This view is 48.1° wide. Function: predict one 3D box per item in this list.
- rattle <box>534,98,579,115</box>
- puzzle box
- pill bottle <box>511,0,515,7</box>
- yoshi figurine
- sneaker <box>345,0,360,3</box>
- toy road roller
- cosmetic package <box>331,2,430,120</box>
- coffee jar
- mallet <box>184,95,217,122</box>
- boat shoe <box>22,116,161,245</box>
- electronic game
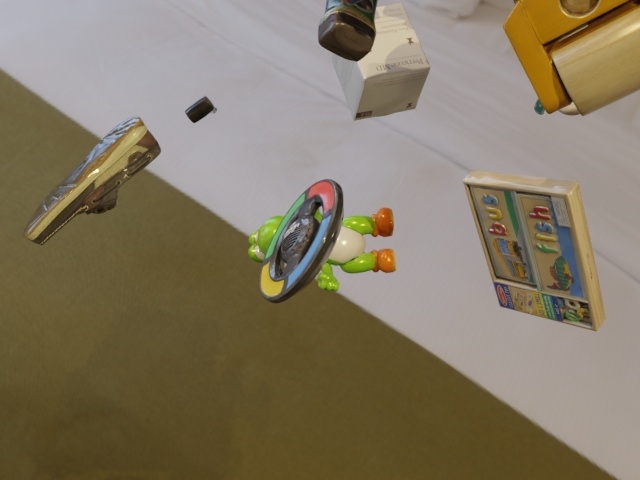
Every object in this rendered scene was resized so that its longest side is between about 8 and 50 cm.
[{"bbox_3d":[0.482,-0.329,1.469,0.143,0.130,0.200,10,7,-30],"label":"rattle"},{"bbox_3d":[0.504,0.024,1.688,0.272,0.408,0.052,13,47,46],"label":"puzzle box"},{"bbox_3d":[0.449,-0.522,1.481,0.117,0.117,0.215,36,15,15],"label":"pill bottle"},{"bbox_3d":[-0.001,0.006,1.739,0.363,0.202,0.203,-2,39,2],"label":"yoshi figurine"},{"bbox_3d":[0.121,-0.445,0.997,0.131,0.350,0.148,-36,102,-30],"label":"sneaker"},{"bbox_3d":[0.363,-0.363,1.018,0.329,0.203,0.240,60,27,-9],"label":"toy road roller"},{"bbox_3d":[0.124,-0.385,1.550,0.151,0.151,0.183,-14,66,-12],"label":"cosmetic package"},{"bbox_3d":[0.052,-0.400,1.227,0.096,0.079,0.184,22,62,-25],"label":"coffee jar"},{"bbox_3d":[-0.272,-0.297,1.661,0.039,0.062,0.189,55,0,-7],"label":"mallet"},{"bbox_3d":[-0.306,-0.071,0.981,0.223,0.073,0.080,-50,31,-14],"label":"boat shoe"},{"bbox_3d":[-0.034,-0.001,1.196,0.048,0.229,0.229,29,39,-21],"label":"electronic game"}]
